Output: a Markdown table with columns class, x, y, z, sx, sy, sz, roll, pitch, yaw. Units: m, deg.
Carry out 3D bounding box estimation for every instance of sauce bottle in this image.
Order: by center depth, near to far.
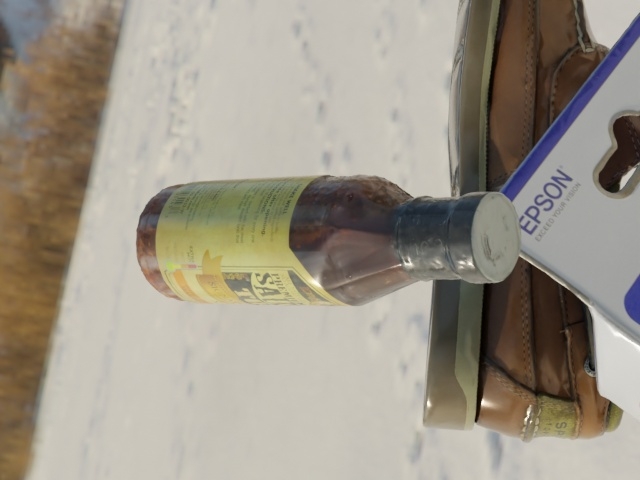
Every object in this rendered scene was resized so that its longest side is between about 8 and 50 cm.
| class | x | y | z | sx | sy | sz | roll | pitch | yaw |
| --- | --- | --- | --- | --- | --- | --- | --- | --- | --- |
| sauce bottle | 0.000 | 0.000 | 0.486 | 0.128 | 0.042 | 0.042 | -1 | 74 | 42 |

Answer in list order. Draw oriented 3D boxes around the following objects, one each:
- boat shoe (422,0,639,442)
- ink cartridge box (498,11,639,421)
| class | x | y | z | sx | sy | sz | roll | pitch | yaw |
| --- | --- | --- | --- | --- | --- | --- | --- | --- | --- |
| boat shoe | 0.116 | -0.053 | 0.806 | 0.111 | 0.104 | 0.307 | 17 | -102 | -87 |
| ink cartridge box | 0.255 | 0.055 | 0.699 | 0.176 | 0.371 | 0.069 | -50 | -6 | -29 |
